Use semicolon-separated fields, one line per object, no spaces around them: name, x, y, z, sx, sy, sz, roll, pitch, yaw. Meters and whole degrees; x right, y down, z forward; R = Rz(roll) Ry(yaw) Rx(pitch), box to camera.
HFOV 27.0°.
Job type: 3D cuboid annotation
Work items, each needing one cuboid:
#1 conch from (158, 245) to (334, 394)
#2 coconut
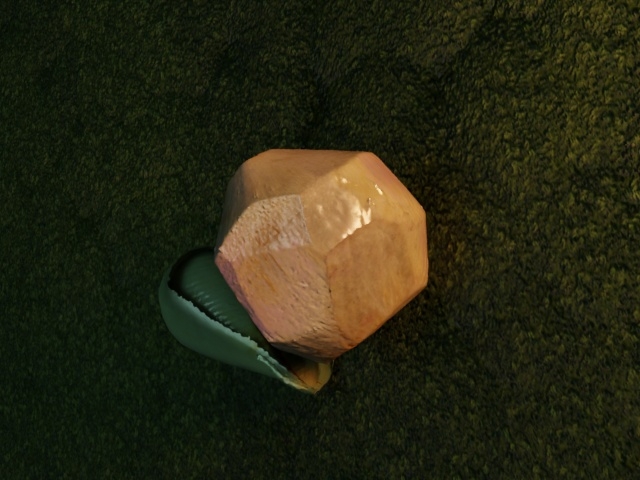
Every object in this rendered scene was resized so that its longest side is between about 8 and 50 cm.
conch;-0.080;0.079;1.598;0.250;0.143;0.137;9;135;40
coconut;0.000;0.000;1.414;0.237;0.197;0.237;15;120;28
